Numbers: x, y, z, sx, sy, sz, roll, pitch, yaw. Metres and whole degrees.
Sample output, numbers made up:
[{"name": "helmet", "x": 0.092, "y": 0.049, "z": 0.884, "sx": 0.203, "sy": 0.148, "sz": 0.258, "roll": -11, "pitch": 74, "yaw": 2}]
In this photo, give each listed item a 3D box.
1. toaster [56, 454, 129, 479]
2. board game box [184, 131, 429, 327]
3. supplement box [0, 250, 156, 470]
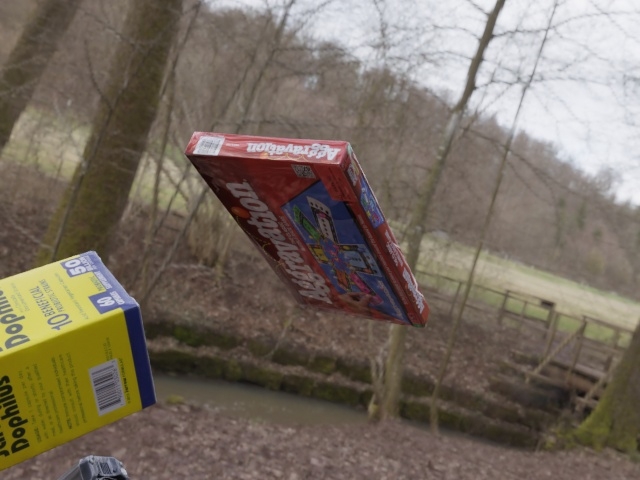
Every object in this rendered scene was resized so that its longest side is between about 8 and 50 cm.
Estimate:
[{"name": "toaster", "x": -0.371, "y": 0.473, "z": 1.267, "sx": 0.227, "sy": 0.146, "sz": 0.129, "roll": 58, "pitch": 7, "yaw": 24}, {"name": "board game box", "x": 0.000, "y": 0.000, "z": 0.724, "sx": 0.145, "sy": 0.027, "sz": 0.281, "roll": 8, "pitch": -28, "yaw": 27}, {"name": "supplement box", "x": -0.451, "y": 0.186, "z": 1.139, "sx": 0.356, "sy": 0.195, "sz": 0.194, "roll": -21, "pitch": 35, "yaw": -28}]
